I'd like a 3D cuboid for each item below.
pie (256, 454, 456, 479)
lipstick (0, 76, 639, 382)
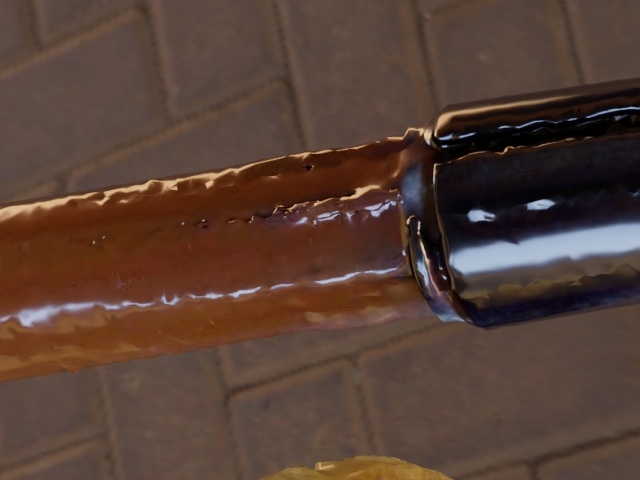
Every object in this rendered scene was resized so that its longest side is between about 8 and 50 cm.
[{"bbox_3d":[0.038,0.152,0.703,0.218,0.185,0.052,15,119,-9],"label":"pie"},{"bbox_3d":[0.000,0.000,0.635,0.418,0.077,0.077,-9,75,22],"label":"lipstick"}]
